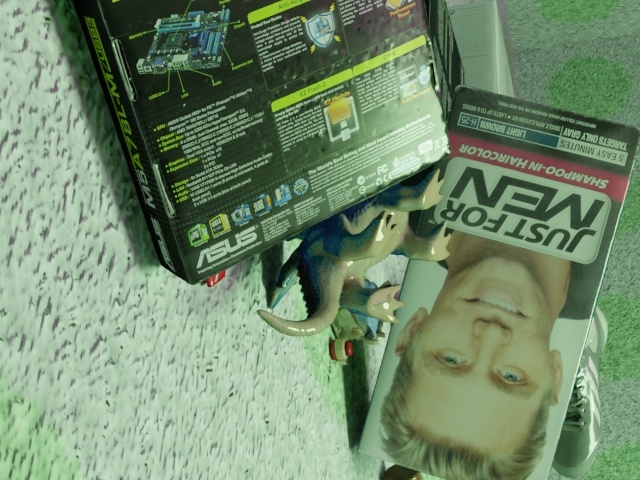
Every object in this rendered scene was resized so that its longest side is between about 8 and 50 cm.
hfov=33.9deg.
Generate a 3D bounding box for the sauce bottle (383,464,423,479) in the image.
[{"bbox_3d":[0.093,0.291,1.070,0.042,0.042,0.128,-55,135,-67],"label":"sauce bottle"}]

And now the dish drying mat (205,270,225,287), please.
[{"bbox_3d":[-0.072,-0.014,0.656,0.032,0.008,0.083,-38,121,-71],"label":"dish drying mat"}]

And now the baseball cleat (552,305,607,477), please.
[{"bbox_3d":[0.280,0.161,1.197,0.109,0.072,0.206,37,56,-51],"label":"baseball cleat"}]

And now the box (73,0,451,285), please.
[{"bbox_3d":[-0.024,-0.096,0.577,0.045,0.190,0.184,24,-44,54],"label":"box"}]

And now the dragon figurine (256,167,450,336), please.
[{"bbox_3d":[0.000,0.000,0.765,0.289,0.144,0.085,-46,133,-46],"label":"dragon figurine"}]

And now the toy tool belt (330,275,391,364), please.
[{"bbox_3d":[0.038,0.070,0.939,0.052,0.051,0.083,68,22,-45],"label":"toy tool belt"}]

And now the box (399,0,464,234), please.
[{"bbox_3d":[0.093,-0.157,1.136,0.184,0.103,0.261,63,25,-44],"label":"box"}]

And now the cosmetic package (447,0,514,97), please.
[{"bbox_3d":[0.190,-0.159,1.422,0.224,0.138,0.225,64,23,-51],"label":"cosmetic package"}]

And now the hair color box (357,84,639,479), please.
[{"bbox_3d":[0.166,0.048,0.970,0.105,0.173,0.347,2,102,-78],"label":"hair color box"}]
